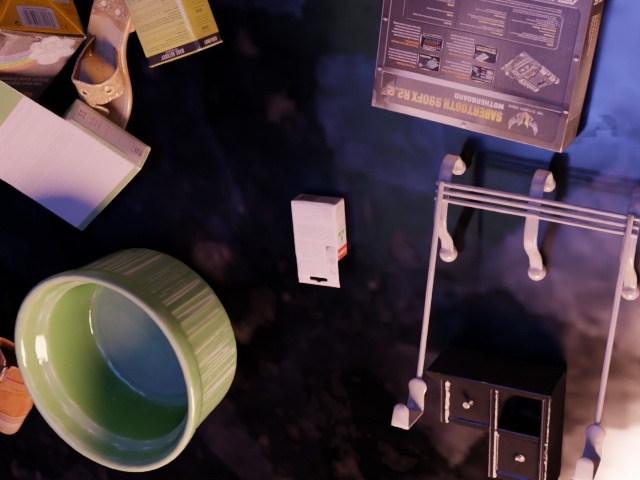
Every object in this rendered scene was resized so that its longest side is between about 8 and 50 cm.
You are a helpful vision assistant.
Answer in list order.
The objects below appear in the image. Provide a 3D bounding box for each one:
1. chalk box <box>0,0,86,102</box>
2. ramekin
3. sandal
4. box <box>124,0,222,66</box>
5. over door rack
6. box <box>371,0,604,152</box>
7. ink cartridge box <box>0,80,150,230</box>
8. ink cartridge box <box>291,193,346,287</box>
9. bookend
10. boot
[{"bbox_3d":[-0.428,-0.262,1.420,0.213,0.132,0.132,-37,68,40],"label":"chalk box"},{"bbox_3d":[-0.267,0.158,1.529,0.303,0.148,0.303,11,116,25],"label":"ramekin"},{"bbox_3d":[-0.297,-0.230,1.419,0.088,0.079,0.240,26,121,17],"label":"sandal"},{"bbox_3d":[-0.207,-0.339,1.335,0.087,0.058,0.232,-13,105,32],"label":"box"},{"bbox_3d":[0.228,0.080,1.231,0.240,0.108,0.324,12,95,24],"label":"over door rack"},{"bbox_3d":[0.178,-0.213,1.179,0.231,0.056,0.183,16,119,22],"label":"box"},{"bbox_3d":[-0.374,-0.129,1.457,0.235,0.056,0.171,35,132,-19],"label":"ink cartridge box"},{"bbox_3d":[0.000,0.000,1.387,0.063,0.029,0.115,7,115,26],"label":"ink cartridge box"},{"bbox_3d":[0.216,0.226,1.340,0.157,0.072,0.156,10,116,25],"label":"bookend"},{"bbox_3d":[-0.548,0.213,1.757,0.197,0.073,0.152,28,124,1],"label":"boot"}]
